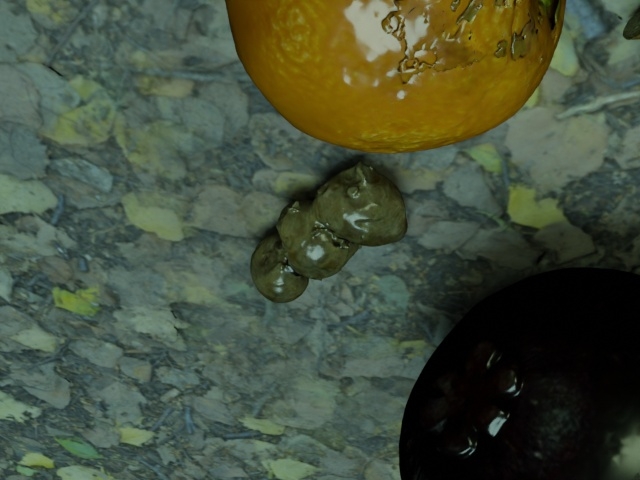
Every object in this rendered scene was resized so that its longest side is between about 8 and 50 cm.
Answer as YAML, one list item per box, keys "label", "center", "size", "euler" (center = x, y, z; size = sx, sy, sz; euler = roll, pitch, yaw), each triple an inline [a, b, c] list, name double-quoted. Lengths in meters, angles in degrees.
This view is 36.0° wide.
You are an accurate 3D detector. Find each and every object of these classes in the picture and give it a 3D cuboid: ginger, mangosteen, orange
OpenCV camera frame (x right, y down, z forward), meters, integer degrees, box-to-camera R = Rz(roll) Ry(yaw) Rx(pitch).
- label: "ginger"
  center: [0.000, 0.000, 1.005]
  size: [0.104, 0.080, 0.204]
  euler: [33, 131, -32]
- label: "mangosteen"
  center: [0.294, 0.225, 1.002]
  size: [0.435, 0.382, 0.382]
  euler: [27, 136, -31]
- label: "orange"
  center: [0.049, -0.182, 0.683]
  size: [0.246, 0.246, 0.246]
  euler: [5, 138, 4]

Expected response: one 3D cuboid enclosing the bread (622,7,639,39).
- label: "bread"
  center: [0.293, -0.188, 0.773]
  size: [0.103, 0.049, 0.062]
  euler: [-2, 137, 9]
